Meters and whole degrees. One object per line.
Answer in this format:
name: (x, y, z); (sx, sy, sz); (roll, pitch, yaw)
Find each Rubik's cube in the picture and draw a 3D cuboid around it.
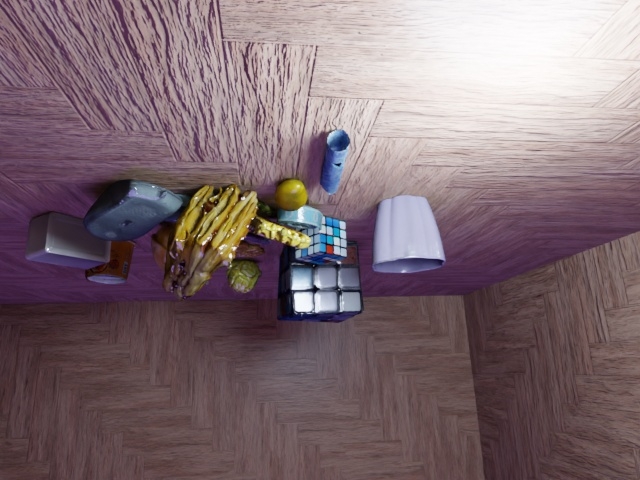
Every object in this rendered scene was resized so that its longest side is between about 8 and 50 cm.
Rubik's cube: (0.000, 0.000, 1.803); (0.151, 0.155, 0.154); (15, 157, -41)
Rubik's cube: (-0.019, 0.208, 2.188); (0.362, 0.363, 0.359); (0, 162, -13)

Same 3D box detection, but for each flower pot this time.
flower pot: (0.296, -0.021, 1.606); (0.265, 0.243, 0.265); (-4, 164, -1)

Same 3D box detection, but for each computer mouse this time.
computer mouse: (-0.586, -0.108, 1.398); (0.371, 0.121, 0.188); (-21, 153, 33)

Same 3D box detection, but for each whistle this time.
whistle: (0.034, -0.205, 1.240); (0.062, 0.062, 0.304); (-1, 165, -4)
whistle: (-0.284, -0.010, 1.956); (0.033, 0.033, 0.177); (-14, 160, 37)

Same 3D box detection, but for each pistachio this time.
pistachio: (-0.543, 0.032, 1.764); (0.230, 0.229, 0.309); (-3, 161, 3)

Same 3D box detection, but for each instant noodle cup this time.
instant noodle cup: (-0.928, 0.091, 1.972); (0.216, 0.172, 0.216); (-2, 163, -1)

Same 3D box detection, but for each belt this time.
belt: (-0.076, -0.088, 1.605); (0.148, 0.082, 0.163); (7, 173, 15)

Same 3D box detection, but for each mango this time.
mango: (-0.090, -0.146, 1.413); (0.103, 0.076, 0.161); (5, 160, -9)

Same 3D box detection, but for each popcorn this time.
popcorn: (-0.415, 0.197, 2.425); (0.167, 0.185, 0.187); (13, 177, 14)

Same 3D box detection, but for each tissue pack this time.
tissue pack: (-0.936, 0.005, 1.692); (0.136, 0.159, 0.246); (-13, 161, 30)

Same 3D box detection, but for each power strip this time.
power strip: (-0.478, -0.104, 1.567); (0.137, 0.044, 0.216); (2, 164, -16)

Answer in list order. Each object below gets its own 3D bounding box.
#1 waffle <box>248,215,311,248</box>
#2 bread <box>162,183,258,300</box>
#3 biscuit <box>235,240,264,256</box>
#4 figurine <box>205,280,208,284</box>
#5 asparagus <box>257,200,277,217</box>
waffle: (-0.167, -0.034, 1.624); (0.283, 0.065, 0.309); (22, 180, 21)
bread: (-0.380, -0.008, 1.441); (0.192, 0.314, 0.370); (34, 138, -17)
biscuit: (-0.396, 0.044, 2.125); (0.202, 0.044, 0.289); (-14, 159, 36)
figurine: (-0.660, 0.161, 2.226); (0.187, 0.215, 0.344); (-31, 180, -16)
asparagus: (-0.195, -0.110, 1.609); (0.036, 0.030, 0.165); (-32, 154, 13)
